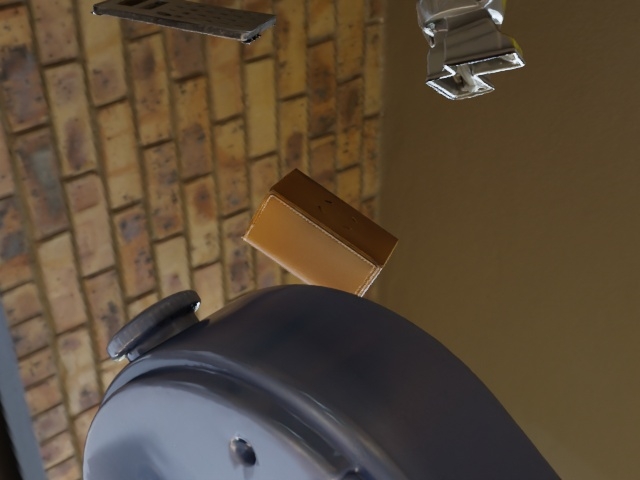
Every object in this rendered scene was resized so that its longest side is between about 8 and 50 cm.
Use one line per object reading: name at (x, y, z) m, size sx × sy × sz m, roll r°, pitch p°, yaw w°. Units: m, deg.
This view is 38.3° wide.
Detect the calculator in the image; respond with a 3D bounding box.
calculator at (-0.212, -0.356, 1.456) m, size 0.261 × 0.161 × 0.021 m, roll 12°, pitch -64°, yaw 9°

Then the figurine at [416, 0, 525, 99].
figurine at (0.202, -0.361, 1.311) m, size 0.308 × 0.143 × 0.308 m, roll 7°, pitch -82°, yaw 55°

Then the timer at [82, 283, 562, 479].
timer at (-0.010, 0.197, 0.670) m, size 0.395 × 0.173 × 0.395 m, roll 22°, pitch -53°, yaw 34°

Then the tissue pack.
tissue pack at (0.000, 0.000, 1.914) m, size 0.274 × 0.194 × 0.145 m, roll 34°, pitch -70°, yaw 3°
